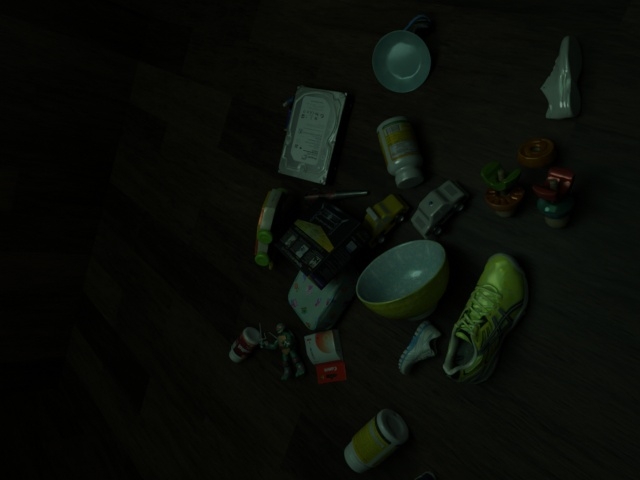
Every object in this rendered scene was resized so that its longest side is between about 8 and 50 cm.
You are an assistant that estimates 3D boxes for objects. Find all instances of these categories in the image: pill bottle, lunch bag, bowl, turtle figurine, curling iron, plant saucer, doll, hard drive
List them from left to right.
[{"bbox_3d":[-0.314,0.436,2.118,0.152,0.086,0.086,-52,55,28],"label":"pill bottle"},{"bbox_3d":[-0.139,0.402,1.939,0.175,0.118,0.234,-29,82,53],"label":"turtle figurine"},{"bbox_3d":[-0.095,-0.520,2.019,0.129,0.046,0.189,22,100,29],"label":"doll"},{"bbox_3d":[-0.022,-0.392,1.911,0.237,0.064,0.338,20,101,33],"label":"hard drive"},{"bbox_3d":[0.009,0.160,1.825,0.224,0.108,0.279,47,115,42],"label":"lunch bag"},{"bbox_3d":[0.054,-0.170,1.848,0.274,0.068,0.035,0,124,38],"label":"curling iron"},{"bbox_3d":[0.174,0.641,1.625,0.208,0.119,0.119,-52,55,26],"label":"pill bottle"},{"bbox_3d":[0.259,-0.276,1.625,0.118,0.118,0.208,-28,68,38],"label":"pill bottle"},{"bbox_3d":[0.265,-0.581,1.657,0.195,0.037,0.195,15,127,20],"label":"plant saucer"},{"bbox_3d":[0.268,0.146,1.532,0.289,0.289,0.156,-11,120,42],"label":"bowl"}]

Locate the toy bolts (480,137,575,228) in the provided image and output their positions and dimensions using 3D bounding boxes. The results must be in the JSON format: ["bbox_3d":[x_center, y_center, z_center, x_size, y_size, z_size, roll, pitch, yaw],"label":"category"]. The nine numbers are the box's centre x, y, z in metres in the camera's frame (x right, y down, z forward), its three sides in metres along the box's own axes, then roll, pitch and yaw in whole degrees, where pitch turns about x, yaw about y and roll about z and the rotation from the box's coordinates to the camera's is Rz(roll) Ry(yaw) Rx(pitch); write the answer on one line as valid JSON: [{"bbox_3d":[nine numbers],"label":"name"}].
[{"bbox_3d":[0.574,-0.135,1.345,0.218,0.158,0.228,-38,40,-12],"label":"toy bolts"}]

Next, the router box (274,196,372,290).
[{"bbox_3d":[0.000,0.000,1.731,0.243,0.081,0.309,-45,33,-3],"label":"router box"}]

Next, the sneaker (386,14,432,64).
[{"bbox_3d":[0.286,-0.643,1.664,0.188,0.067,0.078,-43,56,30],"label":"sneaker"}]

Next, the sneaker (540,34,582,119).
[{"bbox_3d":[0.622,-0.423,1.335,0.094,0.080,0.212,3,90,55],"label":"sneaker"}]

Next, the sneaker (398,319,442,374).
[{"bbox_3d":[0.308,0.342,1.563,0.083,0.071,0.190,35,110,33],"label":"sneaker"}]

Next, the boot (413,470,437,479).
[{"bbox_3d":[0.270,0.772,1.546,0.069,0.086,0.190,46,117,35],"label":"boot"}]

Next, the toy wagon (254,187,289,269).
[{"bbox_3d":[-0.193,-0.026,1.947,0.267,0.068,0.344,-74,-2,-47],"label":"toy wagon"}]

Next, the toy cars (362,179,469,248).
[{"bbox_3d":[0.267,-0.087,1.599,0.394,0.087,0.176,-11,64,42],"label":"toy cars"}]

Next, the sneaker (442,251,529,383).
[{"bbox_3d":[0.447,0.219,1.388,0.145,0.147,0.384,21,100,44],"label":"sneaker"}]

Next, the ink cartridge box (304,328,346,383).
[{"bbox_3d":[0.014,0.420,1.844,0.145,0.045,0.179,-22,70,40],"label":"ink cartridge box"}]
